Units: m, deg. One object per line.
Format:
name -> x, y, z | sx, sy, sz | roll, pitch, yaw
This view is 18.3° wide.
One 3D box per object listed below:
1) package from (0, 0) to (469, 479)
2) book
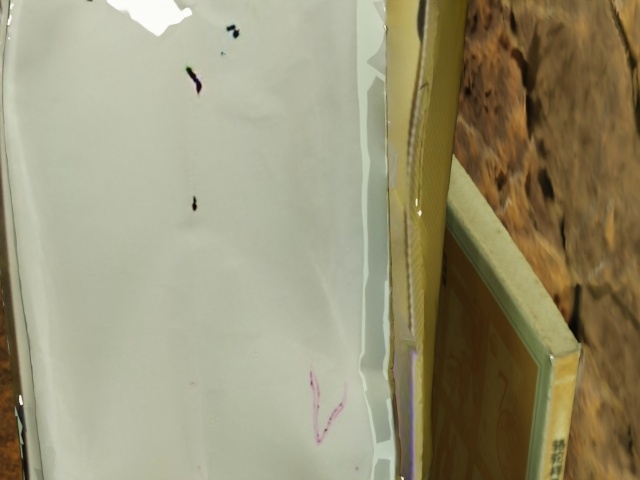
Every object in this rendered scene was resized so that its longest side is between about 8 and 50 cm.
package -> -0.014, -0.036, 0.768 | 0.221, 0.165, 0.311 | -14, -77, -74
book -> 0.058, 0.097, 0.815 | 0.170, 0.018, 0.242 | -118, 26, -53
